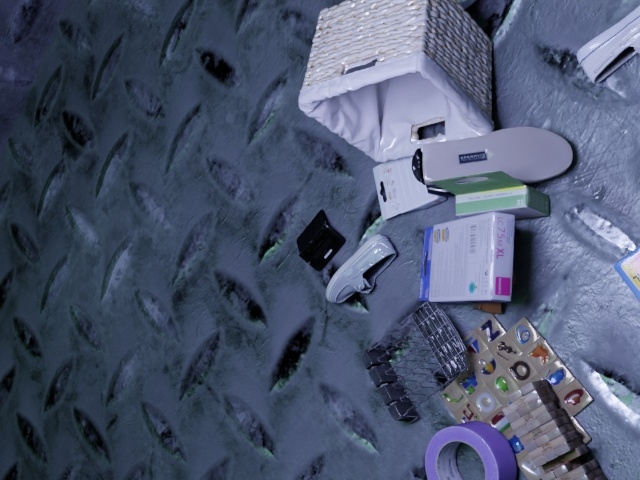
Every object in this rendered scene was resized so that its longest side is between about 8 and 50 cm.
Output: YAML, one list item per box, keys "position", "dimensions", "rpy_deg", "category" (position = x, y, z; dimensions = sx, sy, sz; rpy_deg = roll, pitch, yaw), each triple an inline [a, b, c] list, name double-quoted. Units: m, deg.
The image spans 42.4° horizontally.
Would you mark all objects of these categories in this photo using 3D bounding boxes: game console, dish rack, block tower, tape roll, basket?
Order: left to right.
- position: [0.000, 0.000, 2.183]
  dimensions: [0.107, 0.071, 0.122]
  rpy_deg: [40, 114, 2]
  category: "game console"
- position: [0.179, -0.377, 1.854]
  dimensions: [0.329, 0.331, 0.266]
  rpy_deg: [-10, 65, 37]
  category: "basket"
- position: [0.226, 0.280, 1.925]
  dimensions: [0.271, 0.074, 0.208]
  rpy_deg: [-45, 61, 30]
  category: "dish rack"
- position: [0.329, 0.497, 1.814]
  dimensions: [0.189, 0.080, 0.188]
  rpy_deg: [-1, 89, 42]
  category: "tape roll"
- position: [0.498, 0.453, 1.676]
  dimensions: [0.091, 0.097, 0.335]
  rpy_deg: [-39, 65, 28]
  category: "block tower"

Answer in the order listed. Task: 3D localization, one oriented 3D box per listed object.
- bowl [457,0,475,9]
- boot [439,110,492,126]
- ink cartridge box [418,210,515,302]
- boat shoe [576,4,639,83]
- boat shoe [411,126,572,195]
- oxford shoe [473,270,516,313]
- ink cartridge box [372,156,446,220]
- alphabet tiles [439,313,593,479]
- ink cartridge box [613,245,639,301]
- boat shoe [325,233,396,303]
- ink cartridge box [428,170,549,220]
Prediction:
- position: [0.296, -0.648, 1.937]
  dimensions: [0.298, 0.134, 0.297]
  rpy_deg: [-4, 83, 37]
  category: "bowl"
- position: [0.336, -0.295, 1.934]
  dimensions: [0.106, 0.037, 0.114]
  rpy_deg: [-54, 52, 18]
  category: "boot"
- position: [0.318, 0.047, 1.828]
  dimensions: [0.311, 0.065, 0.185]
  rpy_deg: [168, 108, -66]
  category: "ink cartridge box"
- position: [0.648, -0.413, 1.671]
  dimensions: [0.258, 0.095, 0.084]
  rpy_deg: [-36, 68, 42]
  category: "boat shoe"
- position: [0.380, -0.169, 1.842]
  dimensions: [0.341, 0.158, 0.127]
  rpy_deg: [-1, 80, 11]
  category: "boat shoe"
- position: [0.403, 0.061, 1.829]
  dimensions: [0.076, 0.076, 0.212]
  rpy_deg: [16, 102, 19]
  category: "oxford shoe"
- position: [0.217, -0.139, 2.015]
  dimensions: [0.179, 0.045, 0.145]
  rpy_deg: [-24, 71, 45]
  category: "ink cartridge box"
- position: [0.421, 0.344, 1.813]
  dimensions: [0.285, 0.011, 0.342]
  rpy_deg: [-49, 58, 23]
  category: "alphabet tiles"
- position: [0.723, 0.162, 1.425]
  dimensions: [0.151, 0.270, 0.395]
  rpy_deg: [-46, 59, 27]
  category: "ink cartridge box"
- position: [0.101, 0.087, 2.049]
  dimensions: [0.227, 0.079, 0.081]
  rpy_deg: [-50, 54, 20]
  category: "boat shoe"
- position: [0.362, -0.087, 1.760]
  dimensions: [0.171, 0.235, 0.056]
  rpy_deg: [-7, 77, 37]
  category: "ink cartridge box"
